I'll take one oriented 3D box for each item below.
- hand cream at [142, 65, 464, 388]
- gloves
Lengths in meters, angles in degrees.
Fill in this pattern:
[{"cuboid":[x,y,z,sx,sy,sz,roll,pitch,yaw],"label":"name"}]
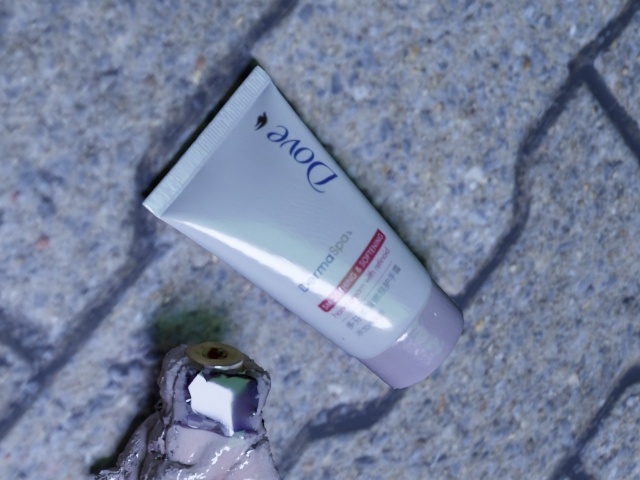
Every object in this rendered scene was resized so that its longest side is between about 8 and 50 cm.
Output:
[{"cuboid":[0.000,0.000,1.019,0.248,0.083,0.133,42,71,-22],"label":"hand cream"},{"cuboid":[-0.084,0.140,0.964,0.110,0.094,0.144,25,102,-26],"label":"gloves"}]
